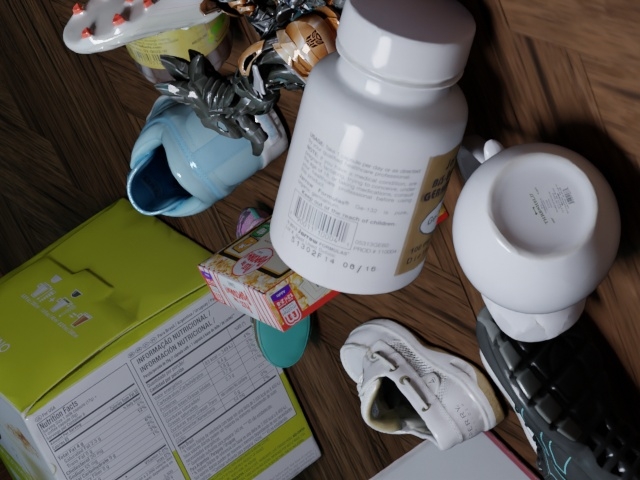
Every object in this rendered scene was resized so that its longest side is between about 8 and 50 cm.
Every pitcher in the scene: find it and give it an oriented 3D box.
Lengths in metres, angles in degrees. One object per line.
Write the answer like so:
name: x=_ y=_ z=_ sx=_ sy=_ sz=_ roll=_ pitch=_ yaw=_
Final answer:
pitcher: x=0.152 y=-0.022 z=1.468 sx=0.177 sy=0.125 sz=0.207 roll=61 pitch=176 yaw=13

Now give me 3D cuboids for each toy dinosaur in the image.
toy dinosaur: x=-0.022 y=-0.171 z=1.604 sx=0.218 sy=0.164 sz=0.321 roll=-27 pitch=76 yaw=56

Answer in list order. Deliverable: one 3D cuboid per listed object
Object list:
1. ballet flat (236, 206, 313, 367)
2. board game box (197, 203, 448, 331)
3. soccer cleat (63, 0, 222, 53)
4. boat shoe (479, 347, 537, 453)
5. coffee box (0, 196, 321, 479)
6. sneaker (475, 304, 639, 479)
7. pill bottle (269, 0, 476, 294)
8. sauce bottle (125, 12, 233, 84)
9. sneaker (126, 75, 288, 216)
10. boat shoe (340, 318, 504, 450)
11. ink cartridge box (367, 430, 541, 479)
ballet flat: x=-0.056 y=0.047 z=2.195 sx=0.079 sy=0.077 sz=0.221 roll=-117 pitch=12 yaw=-47
board game box: x=0.000 y=0.000 z=1.751 sx=0.147 sy=0.193 sz=0.045 roll=21 pitch=142 yaw=61
soccer cleat: x=-0.141 y=-0.215 z=1.741 sx=0.076 sy=0.196 sz=0.068 roll=57 pitch=-173 yaw=-51
boat shoe: x=0.211 y=0.143 z=1.693 sx=0.184 sy=0.066 sz=0.063 roll=60 pitch=165 yaw=17
coffee box: x=-0.264 y=0.201 z=2.537 sx=0.338 sy=0.338 sz=0.334 roll=29 pitch=149 yaw=52
sneaker: x=0.210 y=0.166 z=1.603 sx=0.267 sy=0.101 sz=0.106 roll=52 pitch=143 yaw=-4
pill bottle: x=0.045 y=-0.083 z=1.497 sx=0.131 sy=0.131 sz=0.229 roll=42 pitch=131 yaw=35
sauce bottle: x=-0.170 y=-0.291 z=1.775 sx=0.111 sy=0.111 sz=0.344 roll=42 pitch=163 yaw=35
sneaker: x=-0.163 y=-0.090 z=2.075 sx=0.135 sy=0.150 sz=0.366 roll=57 pitch=162 yaw=-3
boat shoe: x=0.079 y=0.154 z=1.977 sx=0.098 sy=0.096 sz=0.277 roll=61 pitch=161 yaw=-19
ink cartridge box: x=0.199 y=0.410 z=2.018 sx=0.279 sy=0.160 sz=0.384 roll=43 pitch=158 yaw=35
